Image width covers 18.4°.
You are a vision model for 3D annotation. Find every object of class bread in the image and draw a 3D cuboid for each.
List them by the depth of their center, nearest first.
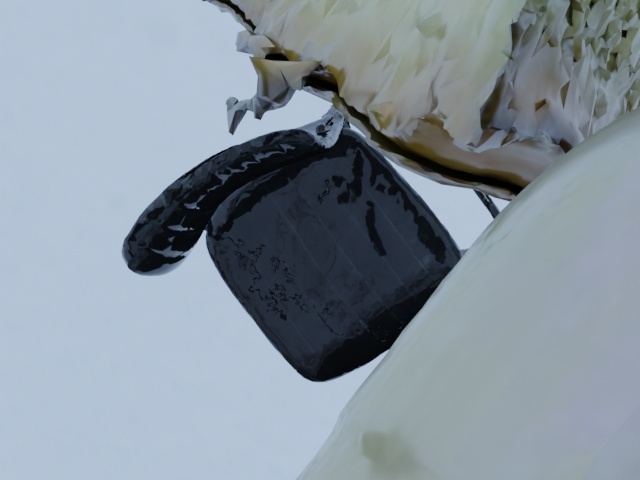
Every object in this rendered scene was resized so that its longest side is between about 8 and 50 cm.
[{"bbox_3d":[0.031,-0.146,0.701,0.315,0.279,0.248,12,101,-65],"label":"bread"}]

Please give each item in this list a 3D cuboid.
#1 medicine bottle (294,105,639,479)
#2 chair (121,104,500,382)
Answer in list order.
[{"bbox_3d":[0.098,0.109,0.440,0.236,0.236,0.406,38,85,-23],"label":"medicine bottle"},{"bbox_3d":[0.000,0.000,1.098,0.140,0.221,0.145,-37,90,16],"label":"chair"}]
